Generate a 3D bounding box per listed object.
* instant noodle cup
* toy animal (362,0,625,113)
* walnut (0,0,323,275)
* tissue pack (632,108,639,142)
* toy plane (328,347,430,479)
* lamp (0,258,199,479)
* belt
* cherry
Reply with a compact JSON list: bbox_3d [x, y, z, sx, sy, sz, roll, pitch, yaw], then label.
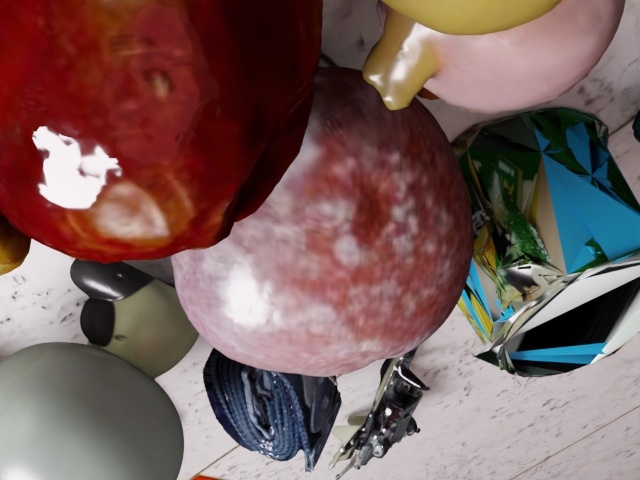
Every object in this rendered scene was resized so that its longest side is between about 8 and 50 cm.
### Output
[{"bbox_3d":[0.218,0.012,0.745,0.240,0.178,0.240,-13,141,-11],"label":"instant noodle cup"},{"bbox_3d":[0.087,-0.167,0.420,0.195,0.169,0.281,-56,156,2],"label":"toy animal"},{"bbox_3d":[-0.125,-0.115,0.400,0.244,0.221,0.269,-8,118,-20],"label":"walnut"},{"bbox_3d":[0.479,-0.180,0.573,0.264,0.253,0.416,-4,139,-18],"label":"tissue pack"},{"bbox_3d":[0.095,0.215,1.002,0.192,0.088,0.262,-22,148,-46],"label":"toy plane"},{"bbox_3d":[-0.201,0.147,0.680,0.198,0.243,0.197,19,157,8],"label":"lamp"},{"bbox_3d":[-0.046,0.137,0.828,0.122,0.128,0.218,13,142,17],"label":"belt"},{"bbox_3d":[0.000,0.000,0.612,0.236,0.213,0.285,-22,125,-29],"label":"cherry"}]
